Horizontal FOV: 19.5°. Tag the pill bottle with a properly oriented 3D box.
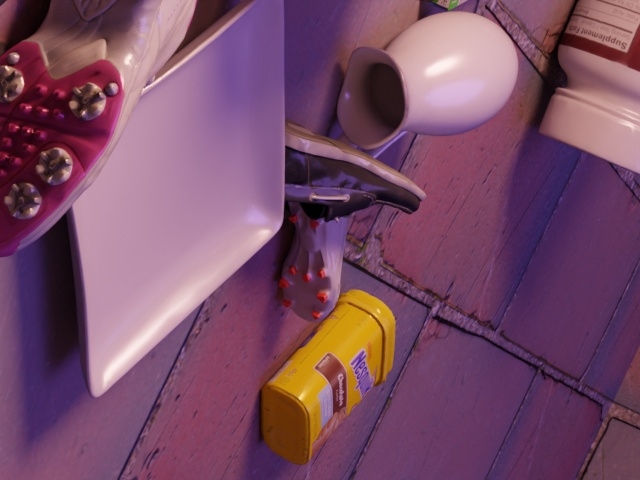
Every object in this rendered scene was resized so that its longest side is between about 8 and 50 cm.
[{"bbox_3d":[0.440,-0.283,2.388,0.392,0.224,0.224,-68,159,6],"label":"pill bottle"}]

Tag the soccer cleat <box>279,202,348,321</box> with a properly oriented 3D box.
[{"bbox_3d":[0.000,0.000,1.899,0.076,0.068,0.196,-49,151,-42],"label":"soccer cleat"}]

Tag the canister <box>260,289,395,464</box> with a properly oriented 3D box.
[{"bbox_3d":[0.007,0.153,2.071,0.170,0.073,0.126,-46,152,-36],"label":"canister"}]

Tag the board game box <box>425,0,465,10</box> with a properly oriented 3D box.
[{"bbox_3d":[0.182,-0.336,1.990,0.201,0.035,0.136,-36,145,-51],"label":"board game box"}]

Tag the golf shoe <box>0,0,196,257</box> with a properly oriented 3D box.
[{"bbox_3d":[-0.160,-0.119,1.338,0.306,0.115,0.140,-62,162,-5],"label":"golf shoe"}]

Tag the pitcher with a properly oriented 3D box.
[{"bbox_3d":[0.098,-0.146,1.918,0.207,0.125,0.178,-23,156,-45],"label":"pitcher"}]

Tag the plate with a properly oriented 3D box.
[{"bbox_3d":[-0.126,-0.047,1.563,0.277,0.045,0.278,-43,148,-37],"label":"plate"}]

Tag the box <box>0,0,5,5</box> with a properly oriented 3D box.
[{"bbox_3d":[-0.208,-0.237,1.016,0.270,0.165,0.143,-48,153,-35],"label":"box"}]

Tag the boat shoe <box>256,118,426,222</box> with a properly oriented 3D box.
[{"bbox_3d":[0.011,-0.057,1.791,0.233,0.084,0.079,16,102,-48],"label":"boat shoe"}]
